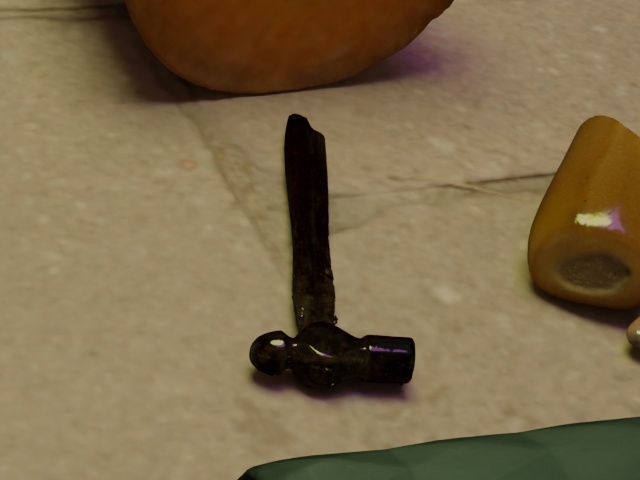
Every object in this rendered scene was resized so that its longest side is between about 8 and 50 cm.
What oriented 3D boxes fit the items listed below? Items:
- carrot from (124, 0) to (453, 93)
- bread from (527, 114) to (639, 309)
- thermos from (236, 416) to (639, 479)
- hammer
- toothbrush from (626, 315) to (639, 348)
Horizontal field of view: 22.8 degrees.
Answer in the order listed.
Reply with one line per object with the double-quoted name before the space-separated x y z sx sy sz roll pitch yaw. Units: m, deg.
"carrot" -0.050 -0.213 0.791 0.196 0.196 0.254 -9 43 -28
"bread" 0.130 -0.015 0.702 0.062 0.049 0.103 12 38 17
"thermos" 0.118 0.120 0.443 0.286 0.182 0.145 -5 74 -13
"hammer" 0.000 0.000 0.672 0.065 0.021 0.178 7 35 -10
"toothbrush" 0.266 -0.019 0.772 0.375 0.037 0.028 -25 49 -36
